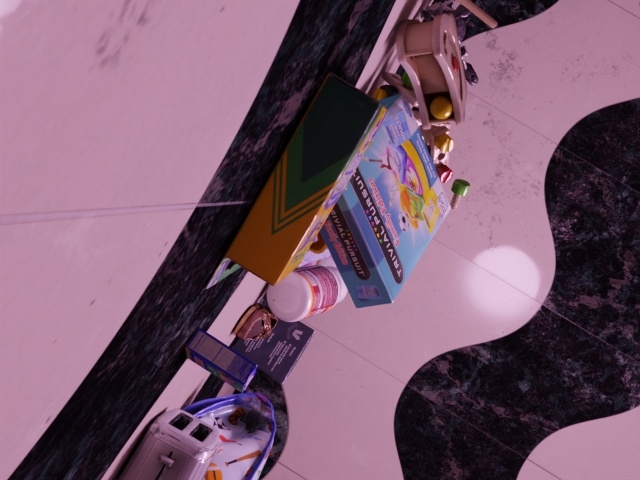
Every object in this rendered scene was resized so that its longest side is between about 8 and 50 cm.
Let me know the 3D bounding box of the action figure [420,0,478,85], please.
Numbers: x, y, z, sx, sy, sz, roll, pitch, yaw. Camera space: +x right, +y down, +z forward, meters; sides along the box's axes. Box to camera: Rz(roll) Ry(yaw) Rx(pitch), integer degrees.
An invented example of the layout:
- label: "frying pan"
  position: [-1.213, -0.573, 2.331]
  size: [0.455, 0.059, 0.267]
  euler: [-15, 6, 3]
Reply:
- label: "action figure"
  position: [0.244, -0.405, 1.606]
  size: [0.164, 0.141, 0.275]
  euler: [-50, 149, -8]

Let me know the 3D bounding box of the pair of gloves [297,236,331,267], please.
- label: "pair of gloves"
  position: [0.000, 0.000, 1.795]
  size: [0.159, 0.023, 0.198]
  euler: [-9, 149, -41]

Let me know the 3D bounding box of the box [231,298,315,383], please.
- label: "box"
  position: [-0.119, 0.255, 1.969]
  size: [0.156, 0.158, 0.093]
  euler: [-58, 177, -8]

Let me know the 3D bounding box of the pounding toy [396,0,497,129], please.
- label: "pounding toy"
  position: [0.229, -0.329, 1.369]
  size: [0.154, 0.155, 0.269]
  euler: [-64, 144, -50]

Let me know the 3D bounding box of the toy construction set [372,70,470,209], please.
- label: "toy construction set"
  position: [0.186, -0.257, 1.635]
  size: [0.309, 0.258, 0.237]
  euler: [-95, -162, -59]

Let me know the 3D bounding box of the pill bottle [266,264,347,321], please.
- label: "pill bottle"
  position: [-0.026, 0.124, 1.895]
  size: [0.221, 0.121, 0.121]
  euler: [-8, 132, -61]

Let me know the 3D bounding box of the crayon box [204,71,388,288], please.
- label: "crayon box"
  position: [-0.024, -0.064, 1.077]
  size: [0.323, 0.083, 0.203]
  euler: [-59, 177, 10]

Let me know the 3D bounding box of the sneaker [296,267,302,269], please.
- label: "sneaker"
  position: [-0.040, 0.059, 2.377]
  size: [0.188, 0.066, 0.071]
  euler: [-50, -171, -36]

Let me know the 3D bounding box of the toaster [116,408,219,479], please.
- label: "toaster"
  position: [-0.256, 0.384, 1.336]
  size: [0.146, 0.129, 0.227]
  euler: [-61, 176, -2]

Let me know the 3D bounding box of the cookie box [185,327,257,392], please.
- label: "cookie box"
  position: [-0.155, 0.187, 1.206]
  size: [0.040, 0.107, 0.092]
  euler: [-56, 176, -20]

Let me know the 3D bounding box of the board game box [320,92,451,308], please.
- label: "board game box"
  position: [0.110, -0.080, 1.385]
  size: [0.079, 0.253, 0.336]
  euler: [-12, -155, 34]

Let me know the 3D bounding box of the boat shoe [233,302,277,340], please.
- label: "boat shoe"
  position: [-0.142, 0.191, 1.785]
  size: [0.073, 0.073, 0.207]
  euler: [-54, 176, 11]

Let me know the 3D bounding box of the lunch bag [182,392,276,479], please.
- label: "lunch bag"
  position: [-0.265, 0.527, 1.645]
  size: [0.385, 0.239, 0.327]
  euler: [-42, 163, -54]

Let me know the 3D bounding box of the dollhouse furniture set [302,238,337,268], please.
- label: "dollhouse furniture set"
  position: [0.055, 0.006, 1.958]
  size: [0.286, 0.198, 0.303]
  euler: [-60, 176, 14]

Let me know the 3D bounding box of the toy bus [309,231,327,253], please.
- label: "toy bus"
  position: [0.016, -0.064, 1.513]
  size: [0.202, 0.104, 0.191]
  euler: [-58, 177, -2]
